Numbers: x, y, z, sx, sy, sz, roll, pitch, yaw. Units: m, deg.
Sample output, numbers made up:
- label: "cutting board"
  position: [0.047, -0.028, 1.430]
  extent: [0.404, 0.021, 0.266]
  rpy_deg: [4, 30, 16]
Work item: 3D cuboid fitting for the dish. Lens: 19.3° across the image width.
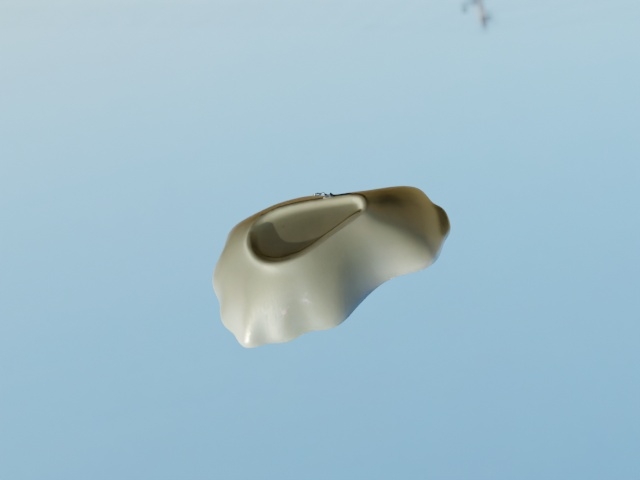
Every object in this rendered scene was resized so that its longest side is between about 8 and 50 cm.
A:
- label: "dish"
  position: [0.000, 0.000, 1.018]
  extent: [0.137, 0.039, 0.091]
  rpy_deg: [-20, -131, 9]
